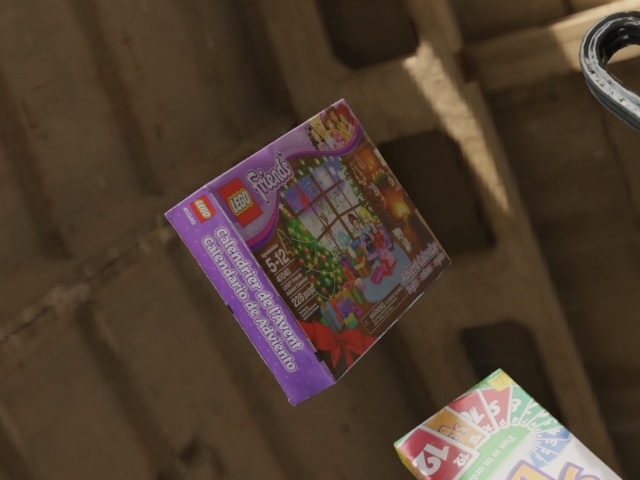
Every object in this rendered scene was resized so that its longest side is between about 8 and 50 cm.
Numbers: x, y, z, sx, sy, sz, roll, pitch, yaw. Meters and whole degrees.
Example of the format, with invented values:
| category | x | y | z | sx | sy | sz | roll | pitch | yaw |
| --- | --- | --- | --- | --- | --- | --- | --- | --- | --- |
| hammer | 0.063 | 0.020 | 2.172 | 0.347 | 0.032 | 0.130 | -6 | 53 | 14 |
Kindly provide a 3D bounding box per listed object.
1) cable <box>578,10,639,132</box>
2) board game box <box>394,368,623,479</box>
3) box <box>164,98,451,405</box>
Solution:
| category | x | y | z | sx | sy | sz | roll | pitch | yaw |
| --- | --- | --- | --- | --- | --- | --- | --- | --- | --- |
| cable | 0.246 | -0.040 | 0.889 | 0.139 | 0.287 | 0.072 | -44 | -48 | -4 |
| board game box | 0.177 | 0.215 | 1.238 | 0.124 | 0.259 | 0.039 | -34 | -51 | -9 |
| box | 0.000 | 0.000 | 1.341 | 0.201 | 0.057 | 0.293 | 56 | -148 | -4 |
